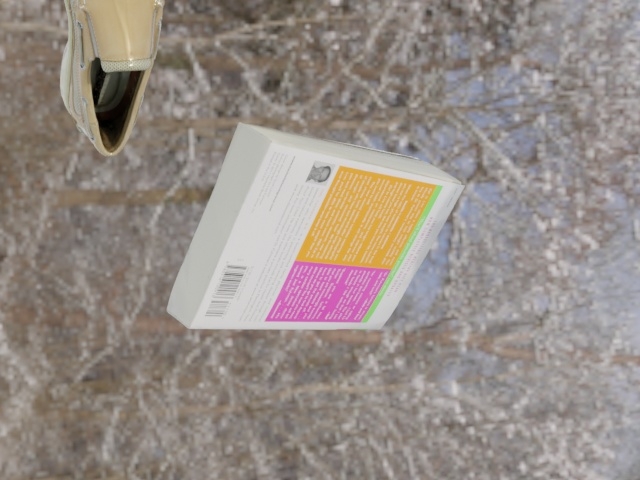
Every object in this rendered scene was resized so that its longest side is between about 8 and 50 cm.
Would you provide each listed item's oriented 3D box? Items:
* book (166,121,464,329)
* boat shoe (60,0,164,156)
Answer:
[{"bbox_3d":[0.000,0.000,0.569,0.035,0.144,0.096,35,-72,36],"label":"book"},{"bbox_3d":[-0.124,-0.132,0.717,0.190,0.068,0.072,103,-29,-48],"label":"boat shoe"}]
